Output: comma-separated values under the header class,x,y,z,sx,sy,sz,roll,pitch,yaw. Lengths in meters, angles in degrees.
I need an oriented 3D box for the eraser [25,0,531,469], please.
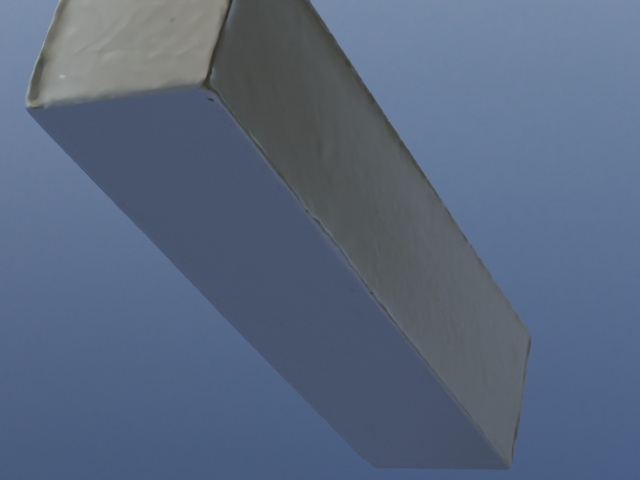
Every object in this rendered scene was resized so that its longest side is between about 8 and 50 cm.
class,x,y,z,sx,sy,sz,roll,pitch,yaw
eraser,0.001,0.000,0.634,0.298,0.078,0.076,50,-136,-47
